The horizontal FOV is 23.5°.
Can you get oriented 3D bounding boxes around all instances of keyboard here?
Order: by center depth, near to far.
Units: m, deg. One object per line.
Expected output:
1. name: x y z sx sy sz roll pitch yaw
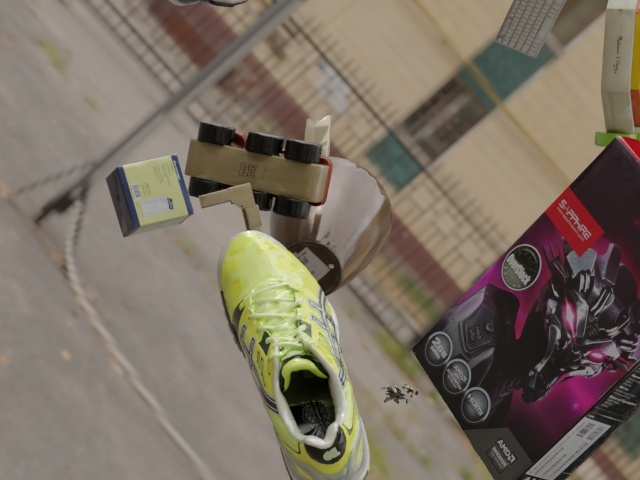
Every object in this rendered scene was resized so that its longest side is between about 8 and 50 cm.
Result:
1. keyboard: 0.331 -0.360 2.343 0.072 0.014 0.256 28 -27 4

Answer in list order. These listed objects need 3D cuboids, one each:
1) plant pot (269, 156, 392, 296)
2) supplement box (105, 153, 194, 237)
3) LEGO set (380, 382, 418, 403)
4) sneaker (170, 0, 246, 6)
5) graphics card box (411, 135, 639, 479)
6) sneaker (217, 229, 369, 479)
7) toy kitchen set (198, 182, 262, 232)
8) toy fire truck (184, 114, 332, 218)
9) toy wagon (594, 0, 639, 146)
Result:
1. plant pot: 0.000 0.000 2.615 0.215 0.215 0.230 48 25 -12
2. supplement box: -0.218 -0.057 1.968 0.056 0.083 0.083 -30 -105 63
3. LEGO set: 0.130 0.247 2.523 0.054 0.083 0.023 39 54 -35
4. sneaker: -0.120 -0.441 2.414 0.163 0.226 0.086 12 -40 57
5. graphics card box: 0.296 0.090 1.754 0.094 0.371 0.232 18 31 -46
6. sneaker: -0.029 0.139 1.991 0.147 0.145 0.384 87 -20 -62
7. toy kitchen set: -0.125 -0.032 2.155 0.068 0.075 0.083 -163 -121 -82
8. toy fire truck: -0.075 -0.133 2.445 0.217 0.158 0.246 12 6 13
9. toy wagon: 0.444 -0.268 2.138 0.068 0.267 0.344 6 9 22
